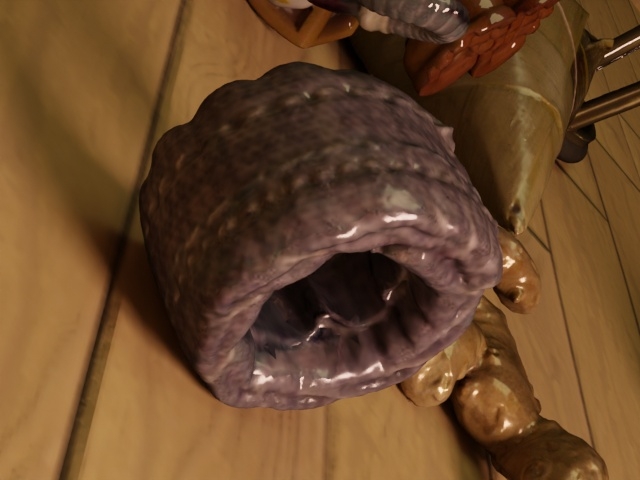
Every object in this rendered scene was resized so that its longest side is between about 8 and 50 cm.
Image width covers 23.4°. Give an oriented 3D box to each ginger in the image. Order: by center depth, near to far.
[{"bbox_3d":[0.092,0.081,0.892,0.149,0.065,0.259,27,37,-28],"label":"ginger"}]

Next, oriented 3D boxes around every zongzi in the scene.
[{"bbox_3d":[0.074,-0.161,1.109,0.289,0.154,0.317,45,21,-7],"label":"zongzi"}]

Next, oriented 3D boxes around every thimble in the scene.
[{"bbox_3d":[-0.002,0.000,0.677,0.150,0.150,0.098,29,31,-50],"label":"thimble"}]

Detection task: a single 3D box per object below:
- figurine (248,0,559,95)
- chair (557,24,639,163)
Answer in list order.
[{"bbox_3d":[-0.008,-0.262,1.029,0.382,0.186,0.261,53,33,11],"label":"figurine"},{"bbox_3d":[0.319,-0.312,1.520,0.362,0.410,0.365,51,20,-11],"label":"chair"}]
